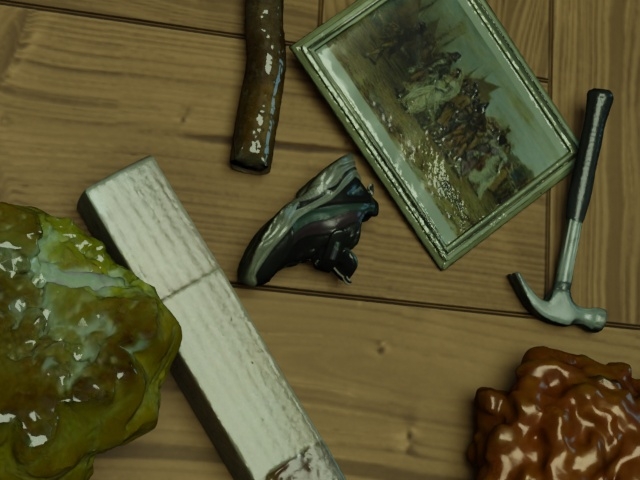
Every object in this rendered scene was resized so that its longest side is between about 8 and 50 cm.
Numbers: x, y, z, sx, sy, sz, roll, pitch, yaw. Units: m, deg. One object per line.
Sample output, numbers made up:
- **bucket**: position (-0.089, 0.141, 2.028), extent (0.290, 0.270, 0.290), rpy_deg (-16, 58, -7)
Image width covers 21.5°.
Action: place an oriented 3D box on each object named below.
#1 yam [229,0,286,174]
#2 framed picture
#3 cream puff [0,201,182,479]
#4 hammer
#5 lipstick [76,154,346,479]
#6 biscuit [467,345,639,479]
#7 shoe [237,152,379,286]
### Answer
- **yam**: position (-0.051, -0.226, 1.652), extent (0.045, 0.045, 0.327), rpy_deg (1, 74, 19)
- **framed picture**: position (0.126, -0.138, 1.681), extent (0.217, 0.017, 0.274), rpy_deg (-38, 97, -20)
- **cream puff**: position (-0.263, 0.103, 1.450), extent (0.281, 0.185, 0.282), rpy_deg (6, 55, -8)
- **hammer**: position (0.254, -0.037, 1.692), extent (0.103, 0.029, 0.246), rpy_deg (13, 81, -12)
- **lipstick**: position (-0.097, 0.102, 1.545), extent (0.079, 0.076, 0.371), rpy_deg (-29, 87, -18)
- **biscuit**: position (0.286, 0.262, 1.604), extent (0.312, 0.110, 0.318), rpy_deg (11, 75, -12)
- **shoe**: position (0.000, 0.000, 1.604), extent (0.099, 0.071, 0.169), rpy_deg (46, 66, -5)
